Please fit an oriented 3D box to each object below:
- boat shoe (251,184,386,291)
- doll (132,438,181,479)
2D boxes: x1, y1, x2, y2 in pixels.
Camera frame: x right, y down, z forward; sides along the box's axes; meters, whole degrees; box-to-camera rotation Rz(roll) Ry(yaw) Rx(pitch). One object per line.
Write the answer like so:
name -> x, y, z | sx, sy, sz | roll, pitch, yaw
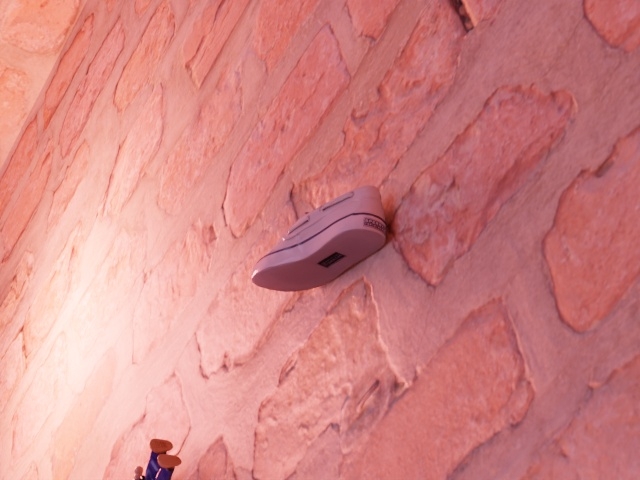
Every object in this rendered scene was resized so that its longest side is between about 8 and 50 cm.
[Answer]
boat shoe -> 0.000, 0.000, 1.730 | 0.258, 0.095, 0.084 | -25, 51, 41
doll -> -0.284, 0.416, 2.052 | 0.129, 0.046, 0.189 | 51, 127, 45
